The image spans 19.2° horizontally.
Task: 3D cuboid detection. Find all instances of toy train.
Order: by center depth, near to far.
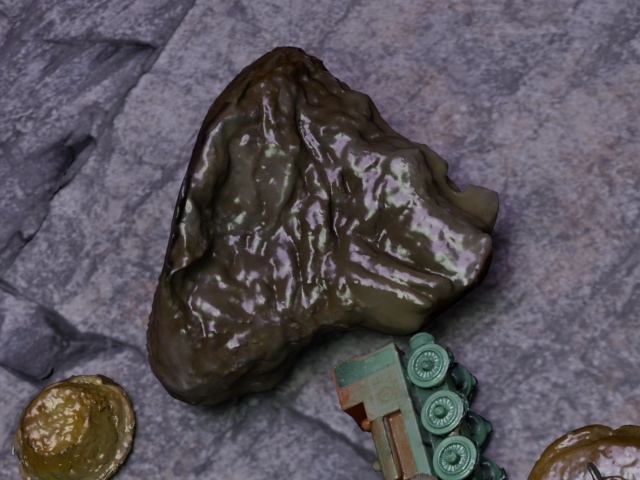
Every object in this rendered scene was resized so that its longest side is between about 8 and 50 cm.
[{"bbox_3d":[0.084,0.169,1.623,0.118,0.074,0.176,-25,57,18],"label":"toy train"}]

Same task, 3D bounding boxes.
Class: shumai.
[{"bbox_3d":[0.003,0.001,1.734,0.283,0.217,0.346,13,72,-3],"label":"shumai"}]

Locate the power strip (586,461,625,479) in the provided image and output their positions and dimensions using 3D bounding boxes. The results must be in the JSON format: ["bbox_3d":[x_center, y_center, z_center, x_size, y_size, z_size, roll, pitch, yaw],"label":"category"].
[{"bbox_3d":[0.235,0.314,1.410,0.064,0.044,0.305,-14,77,17],"label":"power strip"}]

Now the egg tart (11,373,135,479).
[{"bbox_3d":[-0.233,0.175,1.758,0.129,0.049,0.129,-9,57,15],"label":"egg tart"}]

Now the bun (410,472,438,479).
[{"bbox_3d":[0.067,0.277,1.496,0.113,0.166,0.173,-7,41,9],"label":"bun"}]

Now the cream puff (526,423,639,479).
[{"bbox_3d":[0.236,0.212,1.507,0.144,0.103,0.126,-6,73,23],"label":"cream puff"}]
